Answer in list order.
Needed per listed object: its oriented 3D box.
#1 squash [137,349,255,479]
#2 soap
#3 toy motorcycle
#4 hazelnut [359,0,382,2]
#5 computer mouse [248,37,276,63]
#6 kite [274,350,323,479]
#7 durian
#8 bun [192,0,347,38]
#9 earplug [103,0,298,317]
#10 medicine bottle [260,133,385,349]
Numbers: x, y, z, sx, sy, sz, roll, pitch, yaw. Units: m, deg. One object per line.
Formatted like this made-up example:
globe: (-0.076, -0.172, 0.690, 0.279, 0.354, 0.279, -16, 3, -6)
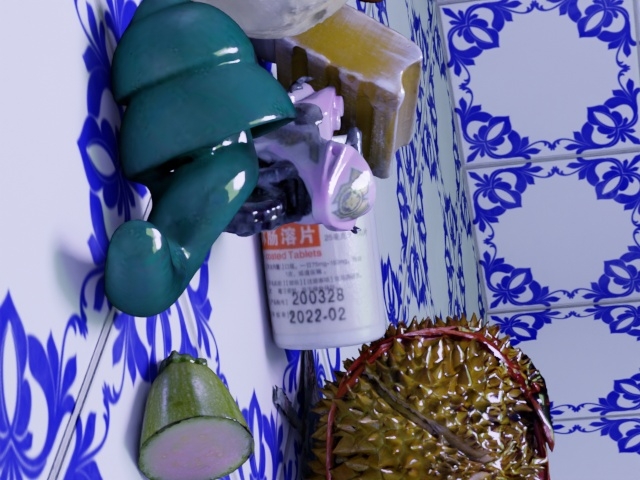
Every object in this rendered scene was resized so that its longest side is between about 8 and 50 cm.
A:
squash: (-0.118, 0.139, 1.413, 0.105, 0.105, 0.132, 72, 3, -48)
soap: (0.031, -0.185, 1.927, 0.089, 0.173, 0.274, -57, 171, -14)
toy motorcycle: (-0.026, -0.088, 1.696, 0.327, 0.188, 0.143, -74, 163, -63)
hazelnut: (0.077, -0.490, 2.422, 0.229, 0.230, 0.229, -6, 90, -79)
computer mouse: (-0.037, -0.371, 1.967, 0.184, 0.121, 0.296, -1, 85, -80)
kite: (-0.020, 0.248, 2.027, 0.314, 0.012, 0.335, 66, 20, -57)
durian: (0.136, 0.256, 1.956, 0.384, 0.348, 0.347, 4, 81, -73)
bun: (-0.042, -0.399, 1.675, 0.349, 0.227, 0.352, 16, 67, -76)
earplug: (-0.130, -0.079, 1.368, 0.257, 0.164, 0.280, -10, 81, -43)
medicine bottle: (0.000, 0.000, 1.905, 0.144, 0.145, 0.252, -21, 108, -79)
